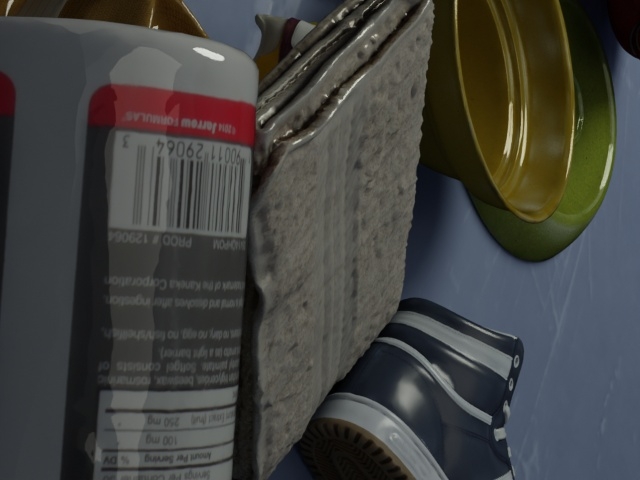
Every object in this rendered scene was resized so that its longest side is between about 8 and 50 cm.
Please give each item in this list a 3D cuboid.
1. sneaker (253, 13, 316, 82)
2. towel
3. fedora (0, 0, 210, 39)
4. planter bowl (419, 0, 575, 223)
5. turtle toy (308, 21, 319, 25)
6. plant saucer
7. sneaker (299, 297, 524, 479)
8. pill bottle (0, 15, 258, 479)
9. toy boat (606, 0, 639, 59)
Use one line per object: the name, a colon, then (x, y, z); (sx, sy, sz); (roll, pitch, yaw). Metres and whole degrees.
sneaker: (-0.043, -0.044, 1.061); (0.185, 0.084, 0.069); (-62, 168, -6)
towel: (0.000, 0.000, 1.011); (0.187, 0.049, 0.282); (-48, 154, -37)
fedora: (-0.102, -0.073, 0.957); (0.194, 0.079, 0.194); (11, 76, -54)
planter bowl: (0.097, -0.115, 1.232); (0.217, 0.090, 0.217); (19, 68, -60)
turtle toy: (0.015, -0.076, 1.137); (0.095, 0.066, 0.130); (56, 44, -36)
plant saucer: (0.177, -0.104, 1.402); (0.241, 0.037, 0.241); (10, 78, -55)
sneaker: (0.101, 0.165, 1.206); (0.282, 0.099, 0.153); (57, 45, -30)
pill bottle: (-0.125, 0.065, 0.812); (0.176, 0.176, 0.318); (5, 89, -55)
toy boat: (0.257, -0.224, 1.447); (0.231, 0.151, 0.151); (-41, 145, -83)
